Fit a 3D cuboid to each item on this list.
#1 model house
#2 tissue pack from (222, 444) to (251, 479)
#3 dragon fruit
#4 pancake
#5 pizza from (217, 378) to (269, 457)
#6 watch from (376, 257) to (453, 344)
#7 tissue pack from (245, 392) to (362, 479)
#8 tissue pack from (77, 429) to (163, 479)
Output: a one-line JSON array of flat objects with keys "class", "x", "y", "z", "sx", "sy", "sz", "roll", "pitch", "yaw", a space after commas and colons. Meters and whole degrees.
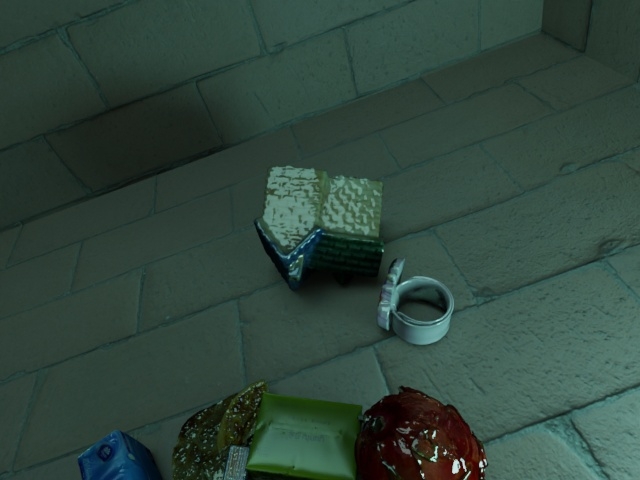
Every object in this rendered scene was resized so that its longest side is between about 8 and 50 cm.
[{"class": "model house", "x": 0.000, "y": 0.000, "z": 1.649, "sx": 0.446, "sy": 0.395, "sz": 0.399, "roll": 5, "pitch": 63, "yaw": 2}, {"class": "tissue pack", "x": -0.219, "y": 0.618, "z": 1.165, "sx": 0.065, "sy": 0.115, "sz": 0.155, "roll": 7, "pitch": 64, "yaw": -1}, {"class": "dragon fruit", "x": 0.233, "y": 0.505, "z": 1.053, "sx": 0.296, "sy": 0.301, "sz": 0.295, "roll": -39, "pitch": 15, "yaw": 13}, {"class": "pancake", "x": -0.271, "y": 0.610, "z": 1.318, "sx": 0.357, "sy": 0.065, "sz": 0.356, "roll": -10, "pitch": 39, "yaw": 8}, {"class": "pizza", "x": -0.230, "y": 0.511, "z": 1.321, "sx": 0.127, "sy": 0.058, "sz": 0.246, "roll": 18, "pitch": 52, "yaw": 35}, {"class": "watch", "x": 0.308, "y": 0.190, "z": 1.438, "sx": 0.232, "sy": 0.196, "sz": 0.244, "roll": 9, "pitch": 47, "yaw": 19}, {"class": "tissue pack", "x": -0.033, "y": 0.539, "z": 1.190, "sx": 0.275, "sy": 0.167, "sz": 0.200, "roll": 5, "pitch": 50, "yaw": 8}, {"class": "tissue pack", "x": -0.529, "y": 0.691, "z": 1.235, "sx": 0.146, "sy": 0.198, "sz": 0.263, "roll": -38, "pitch": 46, "yaw": -15}]
